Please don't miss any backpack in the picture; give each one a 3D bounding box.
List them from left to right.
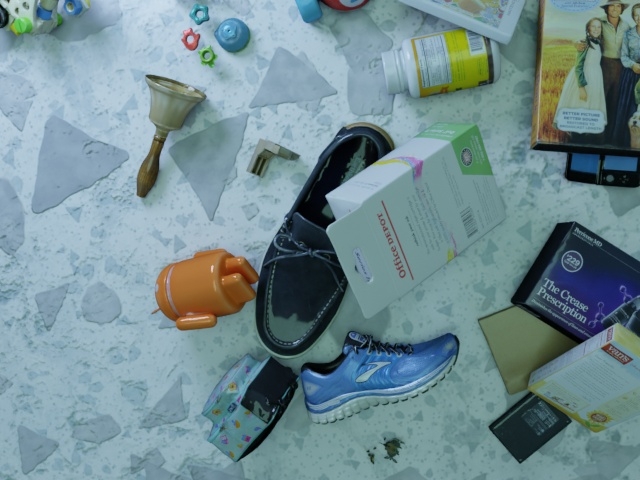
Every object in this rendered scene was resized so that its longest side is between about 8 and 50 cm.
[{"bbox_3d":[-0.147,0.329,1.493,0.144,0.166,0.188,29,118,2],"label":"backpack"}]

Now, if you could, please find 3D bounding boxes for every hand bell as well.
[{"bbox_3d":[-0.326,-0.198,1.539,0.126,0.126,0.242,22,106,4],"label":"hand bell"}]

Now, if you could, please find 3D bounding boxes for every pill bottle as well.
[{"bbox_3d":[0.228,-0.339,1.459,0.215,0.117,0.117,-10,91,6],"label":"pill bottle"}]

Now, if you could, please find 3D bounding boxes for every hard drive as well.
[{"bbox_3d":[0.416,0.365,1.516,0.135,0.022,0.094,-41,88,5],"label":"hard drive"}]

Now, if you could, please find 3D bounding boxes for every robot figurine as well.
[{"bbox_3d":[-0.233,0.095,1.502,0.219,0.128,0.158,-13,84,23],"label":"robot figurine"}]

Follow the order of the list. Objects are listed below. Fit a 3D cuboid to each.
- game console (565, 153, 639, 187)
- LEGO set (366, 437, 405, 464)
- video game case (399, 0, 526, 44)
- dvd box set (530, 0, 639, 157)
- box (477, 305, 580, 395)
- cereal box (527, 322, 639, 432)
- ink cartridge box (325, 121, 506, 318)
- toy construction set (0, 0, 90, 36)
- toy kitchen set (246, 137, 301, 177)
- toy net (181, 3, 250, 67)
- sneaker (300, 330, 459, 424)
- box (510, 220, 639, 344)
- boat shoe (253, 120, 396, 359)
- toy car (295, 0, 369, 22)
[{"bbox_3d":[0.544,-0.177,1.447,0.124,0.085,0.144,8,94,35],"label":"game console"},{"bbox_3d":[0.135,0.424,1.549,0.083,0.023,0.054,-8,89,19],"label":"LEGO set"},{"bbox_3d":[0.276,-0.479,1.436,0.227,0.026,0.206,23,56,4],"label":"video game case"},{"bbox_3d":[0.560,-0.366,1.421,0.307,0.062,0.420,6,84,4],"label":"dvd box set"},{"bbox_3d":[0.436,0.194,1.508,0.201,0.021,0.164,-23,90,6],"label":"box"},{"bbox_3d":[0.525,0.259,1.402,0.173,0.047,0.240,34,139,-7],"label":"cereal box"},{"bbox_3d":[0.151,-0.042,1.374,0.353,0.119,0.207,-34,116,-22],"label":"ink cartridge box"},{"bbox_3d":[-0.610,-0.541,1.515,0.215,0.151,0.328,-42,80,30],"label":"toy construction set"},{"bbox_3d":[-0.089,-0.153,1.525,0.068,0.083,0.075,20,96,-37],"label":"toy kitchen set"},{"bbox_3d":[-0.250,-0.463,1.540,0.122,0.045,0.232,-38,87,8],"label":"toy net"},{"bbox_3d":[0.110,0.241,1.488,0.330,0.130,0.147,-20,93,6],"label":"sneaker"},{"bbox_3d":[0.526,0.108,1.440,0.261,0.103,0.184,31,86,-1],"label":"box"},{"bbox_3d":[0.000,0.000,1.478,0.186,0.156,0.500,25,96,2],"label":"boat shoe"},{"bbox_3d":[0.025,-0.547,1.410,0.219,0.238,0.210,-23,90,6],"label":"toy car"}]
